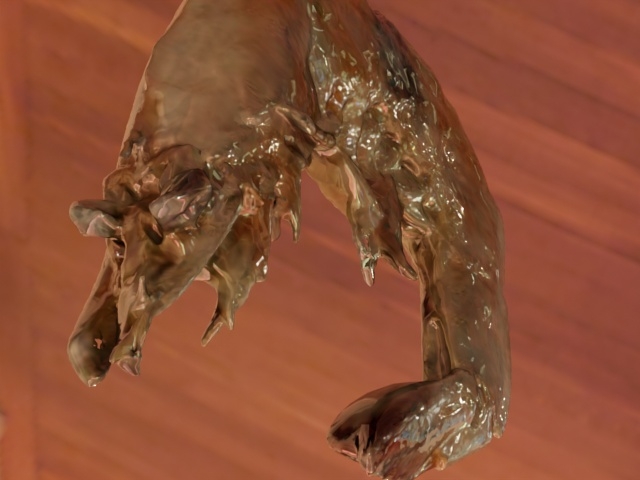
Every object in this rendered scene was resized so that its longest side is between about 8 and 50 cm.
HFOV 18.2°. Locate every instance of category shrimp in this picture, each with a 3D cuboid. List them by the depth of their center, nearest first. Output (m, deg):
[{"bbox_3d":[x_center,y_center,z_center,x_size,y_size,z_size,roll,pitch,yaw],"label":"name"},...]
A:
[{"bbox_3d":[0.000,0.000,0.859,0.085,0.360,0.247,-29,95,28],"label":"shrimp"}]
